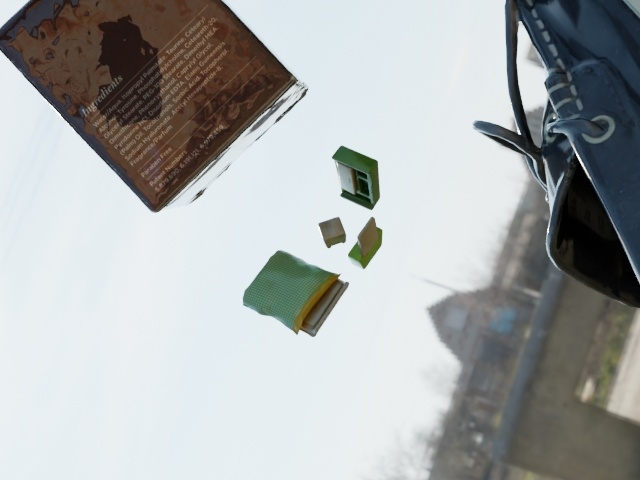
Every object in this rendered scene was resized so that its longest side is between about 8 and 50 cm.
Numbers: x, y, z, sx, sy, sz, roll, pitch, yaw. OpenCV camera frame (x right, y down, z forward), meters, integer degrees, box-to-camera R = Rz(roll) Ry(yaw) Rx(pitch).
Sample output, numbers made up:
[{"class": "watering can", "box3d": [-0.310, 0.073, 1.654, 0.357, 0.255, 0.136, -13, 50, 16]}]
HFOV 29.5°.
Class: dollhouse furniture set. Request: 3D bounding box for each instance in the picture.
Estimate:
[{"class": "dollhouse furniture set", "box3d": [0.000, 0.000, 1.004, 0.151, 0.076, 0.058, -54, -24, -22]}]

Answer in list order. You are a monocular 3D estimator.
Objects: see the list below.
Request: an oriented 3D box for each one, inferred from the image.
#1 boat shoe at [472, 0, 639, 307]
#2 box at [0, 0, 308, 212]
[{"class": "boat shoe", "box3d": [0.175, -0.048, 0.619, 0.156, 0.187, 0.500, -47, 45, 24]}, {"class": "box", "box3d": [-0.141, -0.153, 1.072, 0.167, 0.203, 0.168, -43, 1, 5]}]
